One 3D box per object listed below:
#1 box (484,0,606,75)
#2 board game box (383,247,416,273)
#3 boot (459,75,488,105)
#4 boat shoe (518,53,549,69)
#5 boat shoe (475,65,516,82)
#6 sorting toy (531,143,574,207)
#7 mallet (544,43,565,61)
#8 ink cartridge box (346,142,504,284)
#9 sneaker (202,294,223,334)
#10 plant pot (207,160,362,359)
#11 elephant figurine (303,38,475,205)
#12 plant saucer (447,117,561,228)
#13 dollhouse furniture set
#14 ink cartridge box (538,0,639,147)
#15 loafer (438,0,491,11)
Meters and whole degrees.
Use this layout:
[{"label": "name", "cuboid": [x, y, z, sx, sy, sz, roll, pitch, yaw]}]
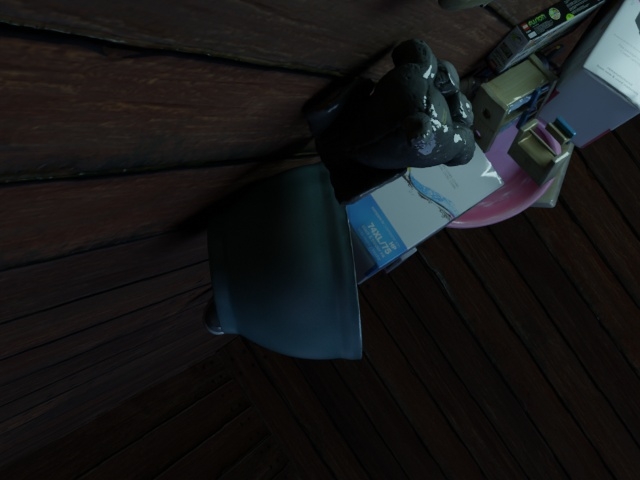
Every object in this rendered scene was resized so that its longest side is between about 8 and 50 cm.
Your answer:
[{"label": "box", "cuboid": [0.383, -0.358, 1.391, 0.207, 0.036, 0.114, -32, 174, -25]}, {"label": "board game box", "cuboid": [0.166, -0.016, 2.259, 0.053, 0.193, 0.305, -34, 174, -8]}, {"label": "boot", "cuboid": [0.258, -0.241, 1.468, 0.086, 0.042, 0.118, -17, 145, -10]}, {"label": "boat shoe", "cuboid": [0.362, -0.296, 1.677, 0.075, 0.083, 0.226, -11, 148, -46]}, {"label": "boat shoe", "cuboid": [0.291, -0.262, 1.518, 0.183, 0.066, 0.066, -36, 174, 17]}, {"label": "sorting toy", "cuboid": [0.481, -0.220, 2.048, 0.257, 0.089, 0.256, 6, -115, 40]}, {"label": "mallet", "cuboid": [0.464, -0.363, 1.737, 0.189, 0.039, 0.062, -36, -148, -19]}, {"label": "ink cartridge box", "cuboid": [0.137, -0.087, 1.449, 0.270, 0.197, 0.198, -33, 175, -12]}, {"label": "sneaker", "cuboid": [-0.138, 0.105, 1.870, 0.295, 0.124, 0.178, -40, -179, -13]}, {"label": "plant pot", "cuboid": [-0.057, 0.037, 1.187, 0.196, 0.293, 0.293, -7, 173, -1]}, {"label": "elephant figurine", "cuboid": [0.056, -0.123, 1.008, 0.239, 0.170, 0.186, -19, 153, 31]}, {"label": "plant saucer", "cuboid": [0.320, -0.165, 1.691, 0.331, 0.084, 0.332, -4, 138, -4]}, {"label": "dollhouse furniture set", "cuboid": [0.361, -0.191, 1.411, 0.129, 0.184, 0.129, -32, 160, -20]}, {"label": "ink cartridge box", "cuboid": [0.533, -0.340, 1.448, 0.306, 0.131, 0.226, -56, 180, -14]}, {"label": "loafer", "cuboid": [0.174, -0.273, 0.840, 0.148, 0.056, 0.050, -20, 170, -26]}]
